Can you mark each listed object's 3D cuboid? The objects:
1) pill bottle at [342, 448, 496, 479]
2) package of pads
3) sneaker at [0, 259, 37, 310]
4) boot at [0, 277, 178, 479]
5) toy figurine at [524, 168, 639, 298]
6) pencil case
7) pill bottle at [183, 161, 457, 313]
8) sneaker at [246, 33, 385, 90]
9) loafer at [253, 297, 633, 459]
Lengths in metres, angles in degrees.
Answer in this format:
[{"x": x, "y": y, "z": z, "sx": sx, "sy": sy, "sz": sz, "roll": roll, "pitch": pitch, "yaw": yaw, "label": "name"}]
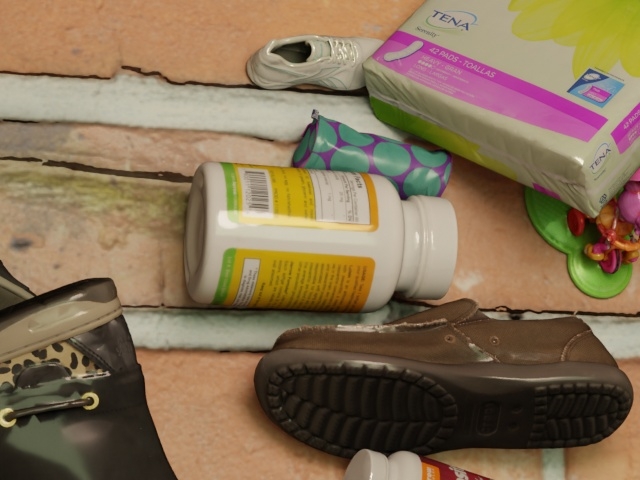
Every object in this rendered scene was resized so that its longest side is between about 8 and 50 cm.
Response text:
[{"x": 0.100, "y": 0.250, "z": 1.810, "sx": 0.152, "sy": 0.086, "sz": 0.086, "roll": 20, "pitch": 72, "yaw": -19, "label": "pill bottle"}, {"x": 0.219, "y": -0.173, "z": 1.875, "sx": 0.296, "sy": 0.101, "sz": 0.229, "roll": 28, "pitch": 64, "yaw": 37, "label": "package of pads"}, {"x": -0.308, "y": 0.040, "z": 1.778, "sx": 0.083, "sy": 0.118, "sz": 0.222, "roll": -39, "pitch": 117, "yaw": 13, "label": "sneaker"}, {"x": -0.299, "y": 0.227, "z": 1.690, "sx": 0.377, "sy": 0.138, "sz": 0.284, "roll": -26, "pitch": 97, "yaw": -2, "label": "boot"}, {"x": 0.295, "y": -0.041, "z": 1.908, "sx": 0.130, "sy": 0.159, "sz": 0.173, "roll": -8, "pitch": 79, "yaw": -16, "label": "toy figurine"}, {"x": 0.052, "y": -0.080, "z": 1.906, "sx": 0.152, "sy": 0.064, "sz": 0.070, "roll": 16, "pitch": 44, "yaw": -11, "label": "pencil case"}, {"x": 0.000, "y": 0.000, "z": 1.834, "sx": 0.246, "sy": 0.136, "sz": 0.136, "roll": 4, "pitch": 75, "yaw": -13, "label": "pill bottle"}, {"x": 0.005, "y": -0.182, "z": 1.923, "sx": 0.152, "sy": 0.061, "sz": 0.053, "roll": -7, "pitch": 76, "yaw": -17, "label": "sneaker"}, {"x": 0.113, "y": 0.129, "z": 1.853, "sx": 0.366, "sy": 0.133, "sz": 0.130, "roll": 5, "pitch": 41, "yaw": -12, "label": "loafer"}]
